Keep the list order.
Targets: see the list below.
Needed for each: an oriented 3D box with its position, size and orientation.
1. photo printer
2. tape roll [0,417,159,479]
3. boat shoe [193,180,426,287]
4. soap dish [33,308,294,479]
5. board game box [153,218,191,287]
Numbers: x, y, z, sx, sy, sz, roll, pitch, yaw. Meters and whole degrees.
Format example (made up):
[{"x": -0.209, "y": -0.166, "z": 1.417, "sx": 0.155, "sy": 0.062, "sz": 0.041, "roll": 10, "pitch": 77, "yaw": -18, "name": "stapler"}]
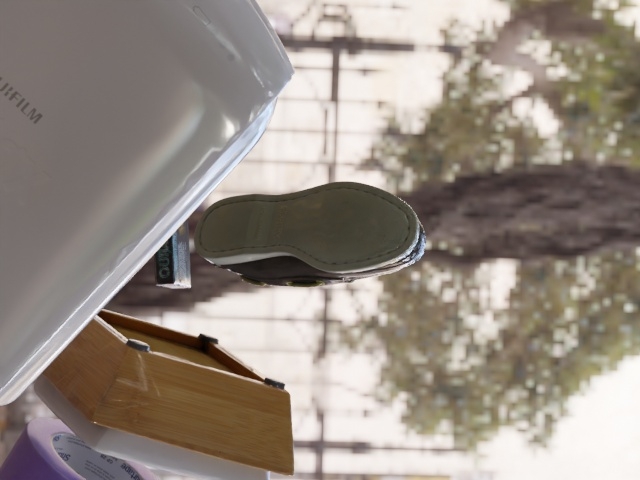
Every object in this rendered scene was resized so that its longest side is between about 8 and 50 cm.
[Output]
[{"x": -0.188, "y": -0.086, "z": 1.060, "sx": 0.307, "sy": 0.256, "sz": 0.107, "roll": -45, "pitch": -173, "yaw": 11, "name": "photo printer"}, {"x": -0.263, "y": 0.282, "z": 1.896, "sx": 0.080, "sy": 0.189, "sz": 0.189, "roll": -58, "pitch": -172, "yaw": 8, "name": "tape roll"}, {"x": 0.000, "y": 0.000, "z": 1.446, "sx": 0.069, "sy": 0.228, "sz": 0.081, "roll": 38, "pitch": 62, "yaw": -46, "name": "boat shoe"}, {"x": -0.171, "y": 0.160, "z": 1.826, "sx": 0.291, "sy": 0.229, "sz": 0.118, "roll": 24, "pitch": -84, "yaw": 65, "name": "soap dish"}, {"x": -0.184, "y": -0.036, "z": 2.091, "sx": 0.126, "sy": 0.026, "sz": 0.186, "roll": 37, "pitch": 50, "yaw": -84, "name": "board game box"}]
